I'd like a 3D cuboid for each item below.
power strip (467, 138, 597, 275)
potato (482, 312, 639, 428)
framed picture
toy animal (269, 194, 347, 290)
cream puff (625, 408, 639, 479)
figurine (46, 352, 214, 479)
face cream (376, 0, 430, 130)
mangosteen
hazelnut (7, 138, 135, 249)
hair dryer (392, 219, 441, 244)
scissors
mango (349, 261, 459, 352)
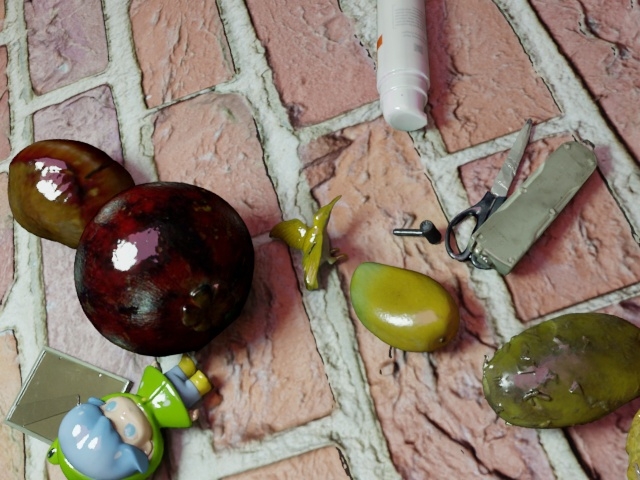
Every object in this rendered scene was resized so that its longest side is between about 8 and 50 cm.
[{"bbox_3d":[0.348,-0.060,1.027,0.080,0.048,0.286,40,75,16],"label":"power strip"},{"bbox_3d":[0.348,0.179,0.885,0.251,0.113,0.149,-18,62,7],"label":"potato"},{"bbox_3d":[-0.444,0.284,1.115,0.203,0.015,0.150,14,69,21],"label":"framed picture"},{"bbox_3d":[0.000,0.000,1.088,0.155,0.095,0.219,-46,31,-9],"label":"toy animal"},{"bbox_3d":[0.475,0.274,0.795,0.189,0.129,0.189,-7,59,12],"label":"cream puff"},{"bbox_3d":[-0.294,0.290,1.008,0.263,0.143,0.162,-36,66,-23],"label":"figurine"},{"bbox_3d":[0.157,-0.362,1.216,0.102,0.102,0.345,-4,63,14],"label":"face cream"},{"bbox_3d":[-0.253,0.040,1.037,0.311,0.311,0.311,-6,63,13],"label":"mangosteen"},{"bbox_3d":[-0.466,-0.092,1.214,0.229,0.229,0.229,-6,63,13],"label":"hazelnut"},{"bbox_3d":[0.160,-0.016,1.080,0.083,0.047,0.026,4,65,33],"label":"hair dryer"},{"bbox_3d":[0.306,-0.088,1.083,0.109,0.022,0.300,21,71,20],"label":"scissors"},{"bbox_3d":[0.126,0.100,1.000,0.130,0.092,0.195,-44,57,-6],"label":"mango"}]
